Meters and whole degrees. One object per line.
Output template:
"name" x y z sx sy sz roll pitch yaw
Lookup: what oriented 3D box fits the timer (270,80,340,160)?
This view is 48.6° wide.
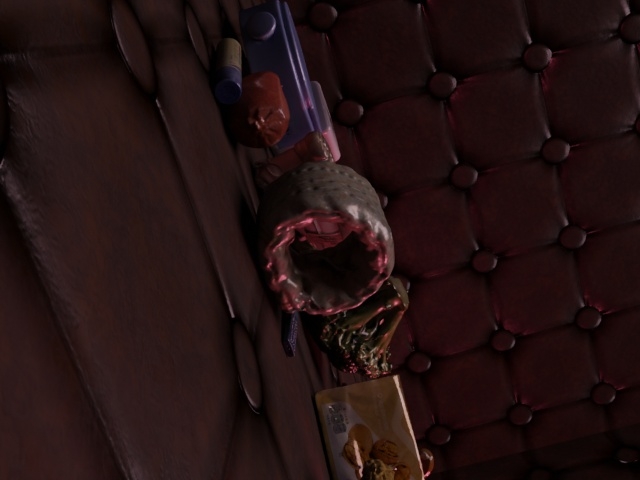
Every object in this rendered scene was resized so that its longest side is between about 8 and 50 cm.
"timer" -0.061 -0.346 2.195 0.195 0.194 0.193 60 15 -66

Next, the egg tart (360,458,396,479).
"egg tart" 0.100 0.598 1.288 0.388 0.168 0.388 -13 90 -88

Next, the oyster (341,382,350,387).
"oyster" 0.074 0.485 2.141 0.100 0.037 0.098 -150 -119 -68

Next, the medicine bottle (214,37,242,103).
"medicine bottle" -0.199 -0.368 1.526 0.231 0.059 0.059 -99 172 -53

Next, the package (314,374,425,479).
"package" 0.104 0.493 1.661 0.165 0.221 0.312 123 -45 -69

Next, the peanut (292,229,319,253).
"peanut" -0.027 -0.020 2.024 0.120 0.136 0.298 35 -10 15

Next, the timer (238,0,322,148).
"timer" -0.130 -0.473 1.944 0.395 0.173 0.395 -14 90 -85

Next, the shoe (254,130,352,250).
"shoe" -0.028 -0.082 1.734 0.172 0.198 0.351 -88 159 -68

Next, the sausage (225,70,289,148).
"sausage" -0.137 -0.287 1.559 0.254 0.148 0.148 -104 176 -64

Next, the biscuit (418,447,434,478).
"biscuit" 0.139 0.527 1.753 0.049 0.197 0.301 18 11 -42

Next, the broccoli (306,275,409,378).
"broccoli" 0.103 0.199 1.894 0.321 0.283 0.304 55 20 -11

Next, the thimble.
"thimble" 0.000 0.000 1.459 0.195 0.291 0.292 -100 172 -56

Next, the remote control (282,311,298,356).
"remote control" -0.064 0.188 1.508 0.152 0.027 0.044 -91 170 -65
